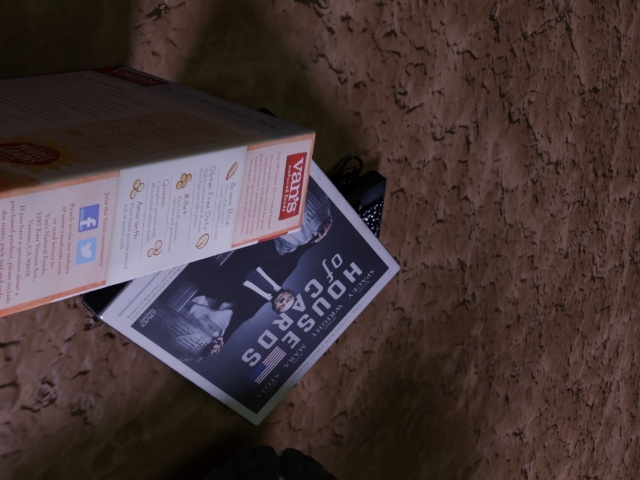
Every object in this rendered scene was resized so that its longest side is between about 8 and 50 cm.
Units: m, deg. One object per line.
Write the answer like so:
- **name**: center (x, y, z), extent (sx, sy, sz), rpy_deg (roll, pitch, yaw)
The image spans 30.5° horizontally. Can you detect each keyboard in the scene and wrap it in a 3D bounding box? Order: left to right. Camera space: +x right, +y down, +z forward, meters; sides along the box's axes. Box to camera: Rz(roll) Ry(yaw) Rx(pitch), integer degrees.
- **keyboard**: center (0.000, 0.000, 0.950), extent (0.192, 0.038, 0.100), rpy_deg (-32, 132, -44)

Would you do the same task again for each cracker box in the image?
- **cracker box**: center (-0.135, -0.036, 0.625), extent (0.232, 0.155, 0.067), rpy_deg (-17, 122, -50)

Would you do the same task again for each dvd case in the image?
- **dvd case**: center (-0.046, 0.030, 0.869), extent (0.179, 0.029, 0.239), rpy_deg (-48, 144, -3)

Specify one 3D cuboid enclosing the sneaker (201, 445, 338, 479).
- **sneaker**: center (-0.133, 0.323, 0.867), extent (0.410, 0.158, 0.182), rpy_deg (-25, 145, -41)
